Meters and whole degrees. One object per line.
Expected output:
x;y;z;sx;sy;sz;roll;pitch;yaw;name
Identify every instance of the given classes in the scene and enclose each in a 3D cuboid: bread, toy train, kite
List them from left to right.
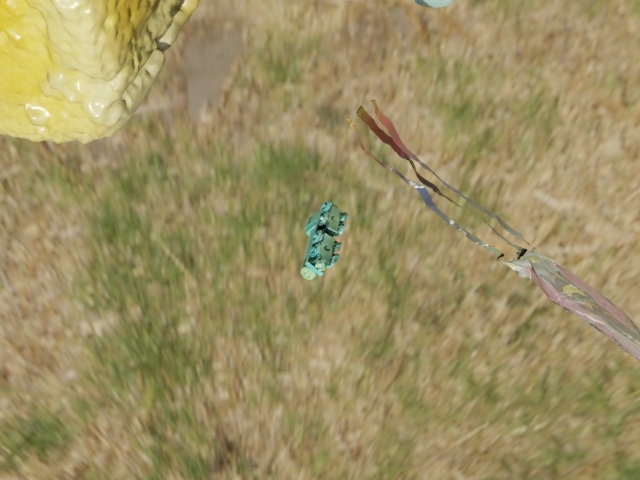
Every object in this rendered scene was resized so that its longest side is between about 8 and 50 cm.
-0.153;-0.172;1.199;0.163;0.262;0.204;38;58;-21;bread
0.000;0.000;1.853;0.029;0.045;0.092;36;38;-19;toy train
0.163;0.019;1.477;0.360;0.204;0.022;39;86;-3;kite

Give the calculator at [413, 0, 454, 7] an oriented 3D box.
0.011;-0.282;1.552;0.299;0.185;0.041;32;44;-23;calculator
